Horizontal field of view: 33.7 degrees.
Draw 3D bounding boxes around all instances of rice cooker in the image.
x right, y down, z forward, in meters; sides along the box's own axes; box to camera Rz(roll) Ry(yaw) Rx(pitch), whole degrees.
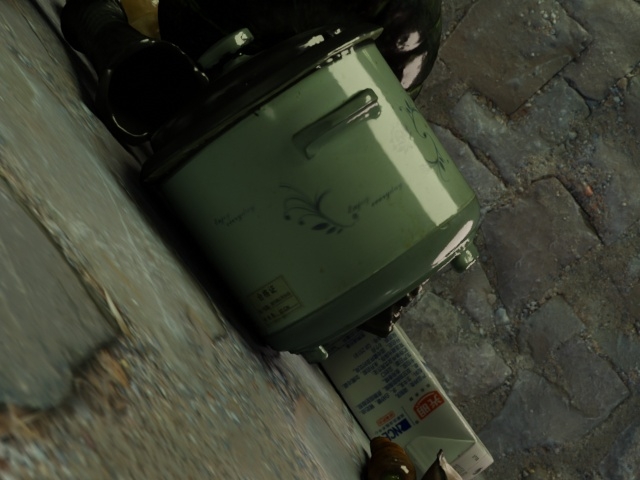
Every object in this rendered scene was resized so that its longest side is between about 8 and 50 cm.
[{"bbox_3d":[-0.013,-0.060,0.983,0.316,0.264,0.316,45,-23,25],"label":"rice cooker"}]

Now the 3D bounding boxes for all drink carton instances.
[{"bbox_3d":[0.076,0.162,1.286,0.315,0.107,0.130,54,3,28],"label":"drink carton"}]

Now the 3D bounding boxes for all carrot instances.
[{"bbox_3d":[0.066,0.214,1.021,0.047,0.047,0.191,53,1,2],"label":"carrot"}]

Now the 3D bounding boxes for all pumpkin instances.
[{"bbox_3d":[-0.020,-0.249,1.189,0.323,0.323,0.241,52,16,-33],"label":"pumpkin"}]

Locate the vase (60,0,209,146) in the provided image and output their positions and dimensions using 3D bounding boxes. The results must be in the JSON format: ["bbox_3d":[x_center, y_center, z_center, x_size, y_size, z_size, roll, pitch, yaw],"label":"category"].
[{"bbox_3d":[-0.212,-0.195,1.115,0.115,0.115,0.237,51,-3,-39],"label":"vase"}]

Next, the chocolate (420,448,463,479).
[{"bbox_3d":[0.164,0.316,0.915,0.261,0.083,0.161,47,7,-3],"label":"chocolate"}]

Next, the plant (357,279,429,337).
[{"bbox_3d":[0.000,0.000,1.203,0.256,0.164,0.142,37,18,-3],"label":"plant"}]

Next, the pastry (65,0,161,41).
[{"bbox_3d":[-0.197,-0.267,1.412,0.284,0.184,0.315,52,2,-16],"label":"pastry"}]
